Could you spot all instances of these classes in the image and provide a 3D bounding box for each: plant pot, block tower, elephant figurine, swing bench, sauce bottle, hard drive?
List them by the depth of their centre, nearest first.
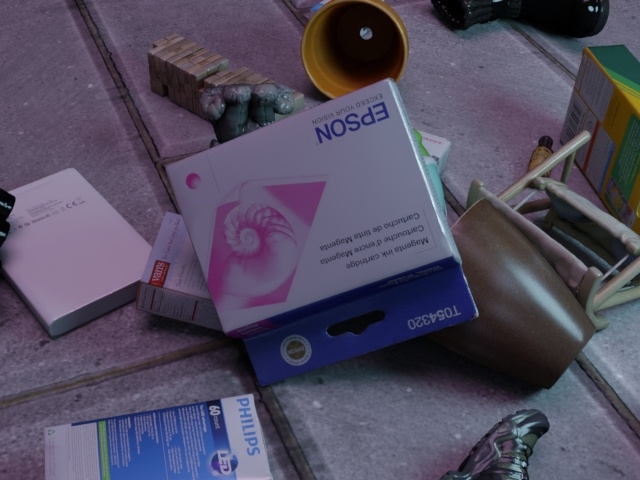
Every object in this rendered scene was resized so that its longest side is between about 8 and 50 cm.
[{"bbox_3d":[0.257,0.093,1.277,0.230,0.215,0.215,37,50,15],"label":"plant pot"},{"bbox_3d":[0.395,-0.009,1.413,0.255,0.165,0.253,-25,49,-24],"label":"swing bench"},{"bbox_3d":[-0.400,0.007,1.432,0.203,0.040,0.307,-27,50,-29],"label":"hard drive"},{"bbox_3d":[-0.126,-0.144,1.557,0.170,0.239,0.186,0,13,19],"label":"elephant figurine"},{"bbox_3d":[0.398,-0.145,1.655,0.042,0.042,0.128,12,42,10],"label":"sauce bottle"},{"bbox_3d":[-0.189,-0.283,1.736,0.336,0.097,0.091,29,48,28],"label":"block tower"},{"bbox_3d":[0.079,-0.394,1.815,0.205,0.205,0.188,10,27,7],"label":"plant pot"}]

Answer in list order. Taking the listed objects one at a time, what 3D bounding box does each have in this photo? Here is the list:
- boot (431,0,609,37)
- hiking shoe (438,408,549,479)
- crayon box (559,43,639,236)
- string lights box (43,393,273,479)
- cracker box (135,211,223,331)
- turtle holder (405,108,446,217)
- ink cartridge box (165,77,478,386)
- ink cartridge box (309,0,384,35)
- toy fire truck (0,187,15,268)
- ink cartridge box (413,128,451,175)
[{"bbox_3d":[0.425,-0.521,2.007,0.260,0.131,0.348,-15,34,-29],"label":"boot"},{"bbox_3d":[0.222,0.303,1.124,0.227,0.086,0.114,-36,68,-29],"label":"hiking shoe"},{"bbox_3d":[0.527,-0.163,1.563,0.083,0.203,0.322,-6,43,-10],"label":"crayon box"},{"bbox_3d":[-0.197,0.278,1.114,0.260,0.076,0.133,-7,43,-11],"label":"string lights box"},{"bbox_3d":[-0.137,0.056,1.346,0.232,0.067,0.155,16,42,-5],"label":"cracker box"},{"bbox_3d":[0.070,-0.043,1.374,0.243,0.320,0.227,-28,85,-5],"label":"turtle holder"},{"bbox_3d":[0.000,0.000,1.196,0.324,0.330,0.071,-20,0,14],"label":"ink cartridge box"},{"bbox_3d":[0.067,-0.503,2.021,0.104,0.060,0.180,26,46,24],"label":"ink cartridge box"},{"bbox_3d":[-0.595,0.022,1.353,0.158,0.246,0.217,32,32,-33],"label":"toy fire truck"},{"bbox_3d":[0.148,-0.128,1.602,0.109,0.063,0.150,20,44,19],"label":"ink cartridge box"}]
